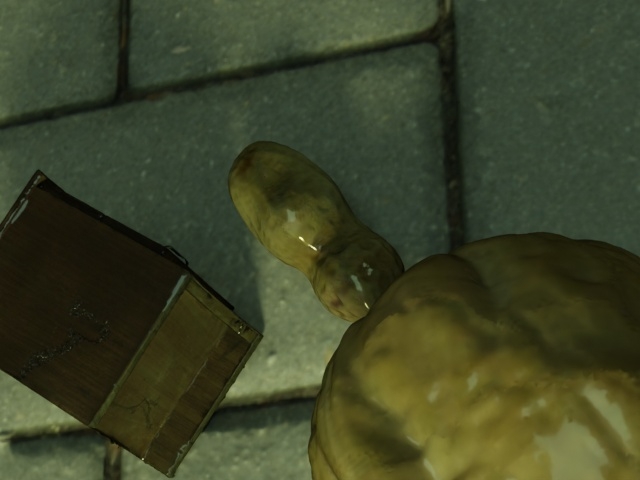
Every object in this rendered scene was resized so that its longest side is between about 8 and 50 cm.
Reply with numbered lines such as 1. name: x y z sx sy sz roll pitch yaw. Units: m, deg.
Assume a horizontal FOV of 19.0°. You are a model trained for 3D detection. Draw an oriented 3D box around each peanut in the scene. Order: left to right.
1. peanut: 0.001 -0.001 1.683 0.085 0.104 0.228 -48 61 8

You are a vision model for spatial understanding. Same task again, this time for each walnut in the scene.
1. walnut: 0.163 0.181 1.415 0.381 0.381 0.381 -8 65 19

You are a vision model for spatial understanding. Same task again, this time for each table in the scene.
1. table: -0.188 0.073 1.689 0.193 0.169 0.172 29 81 30
